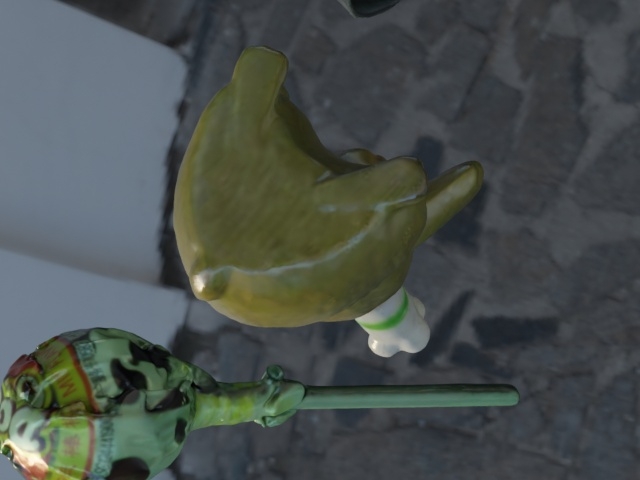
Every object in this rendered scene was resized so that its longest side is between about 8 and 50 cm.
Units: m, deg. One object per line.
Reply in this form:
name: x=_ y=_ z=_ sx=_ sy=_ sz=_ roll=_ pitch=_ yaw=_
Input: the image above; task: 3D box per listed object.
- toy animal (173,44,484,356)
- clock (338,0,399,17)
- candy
toy animal: x=0.007 y=-0.017 z=1.212 sx=0.181 sy=0.363 sz=0.180 roll=30 pitch=94 yaw=14
clock: x=0.074 y=-0.230 z=0.926 sx=0.049 sy=0.226 sz=0.226 roll=42 pitch=109 yaw=9
candy: x=-0.018 y=0.087 z=0.837 sx=0.091 sy=0.306 sz=0.083 roll=44 pitch=126 yaw=54
